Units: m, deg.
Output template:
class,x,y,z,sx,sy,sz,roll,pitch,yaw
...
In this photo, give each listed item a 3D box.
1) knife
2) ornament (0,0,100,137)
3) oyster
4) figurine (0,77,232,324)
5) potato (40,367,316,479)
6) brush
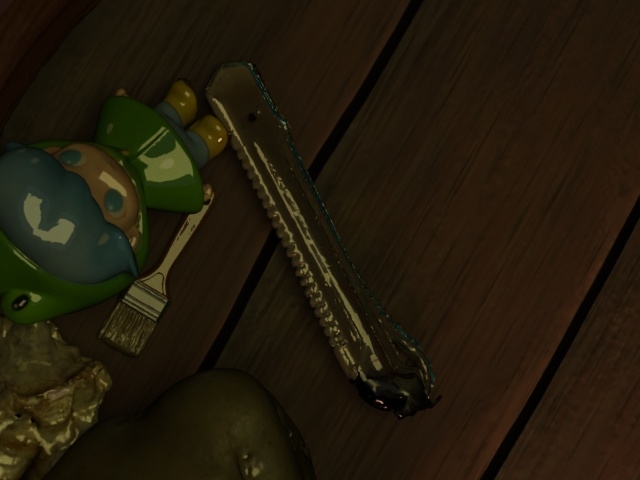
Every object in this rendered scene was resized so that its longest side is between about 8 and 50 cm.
class,x,y,z,sx,sy,sz,roll,pitch,yaw
knife,-0.004,0.002,1.719,0.089,0.043,0.365,-33,95,-46
ornament,-0.295,-0.208,1.578,0.217,0.221,0.235,-52,141,-13
oyster,-0.262,0.130,1.636,0.163,0.081,0.191,-15,79,-4
figurine,-0.192,-0.037,1.623,0.263,0.143,0.162,-38,84,-30
potato,-0.137,0.262,1.574,0.326,0.243,0.221,-46,121,-10
brush,-0.140,0.024,1.698,0.043,0.014,0.170,32,81,-10
